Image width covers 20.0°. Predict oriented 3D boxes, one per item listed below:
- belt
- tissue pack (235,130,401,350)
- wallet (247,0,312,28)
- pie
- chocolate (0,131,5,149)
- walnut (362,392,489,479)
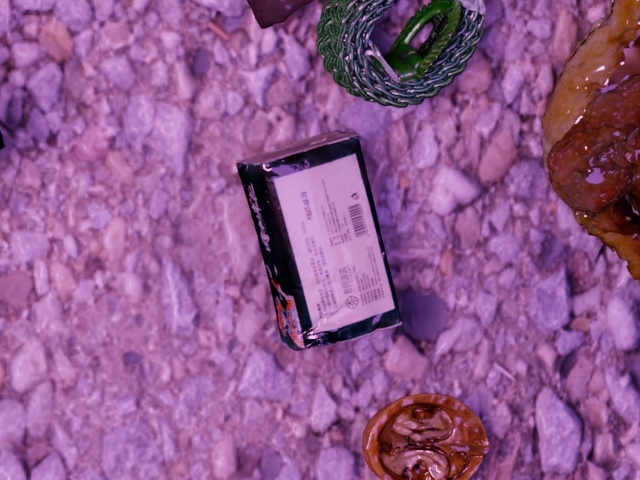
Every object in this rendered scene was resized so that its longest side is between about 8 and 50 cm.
[{"bbox_3d":[0.075,-0.184,1.554,0.151,0.079,0.121,-42,112,-11],"label":"belt"},{"bbox_3d":[0.000,0.001,1.540,0.103,0.090,0.170,-17,99,-19],"label":"tissue pack"},{"bbox_3d":[-0.034,-0.317,1.508,0.182,0.049,0.229,-37,107,-15],"label":"wallet"},{"bbox_3d":[0.409,-0.088,1.654,0.418,0.180,0.395,39,84,-31],"label":"pie"},{"bbox_3d":[-0.461,-0.121,1.241,0.383,0.383,0.331,-29,88,-16],"label":"chocolate"},{"bbox_3d":[0.087,0.178,1.612,0.121,0.052,0.091,6,92,-24],"label":"walnut"}]
